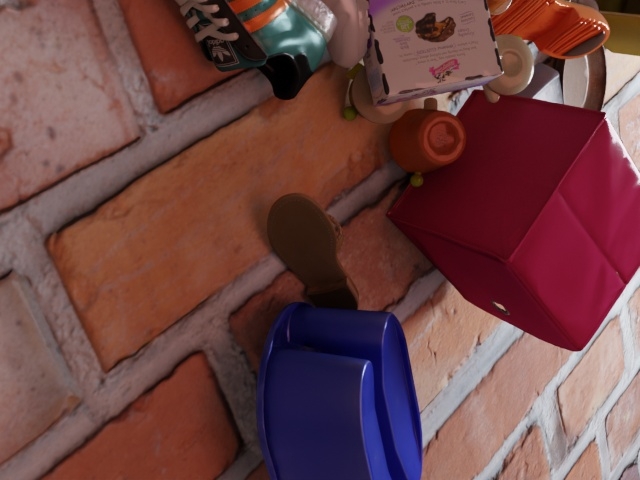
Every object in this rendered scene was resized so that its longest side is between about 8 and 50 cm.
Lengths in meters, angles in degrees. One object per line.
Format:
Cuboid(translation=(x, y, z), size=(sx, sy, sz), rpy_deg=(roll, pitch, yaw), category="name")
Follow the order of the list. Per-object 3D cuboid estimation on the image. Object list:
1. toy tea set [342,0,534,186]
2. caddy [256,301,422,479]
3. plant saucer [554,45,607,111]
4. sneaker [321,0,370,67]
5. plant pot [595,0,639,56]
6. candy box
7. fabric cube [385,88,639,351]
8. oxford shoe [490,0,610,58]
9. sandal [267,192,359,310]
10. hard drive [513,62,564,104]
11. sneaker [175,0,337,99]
Cuboid(translation=(0.179, -0.246, 1.252), size=(0.336, 0.124, 0.200), rpy_deg=(-46, 104, -11), category="toy tea set")
Cuboid(translation=(0.014, 0.244, 1.138), size=(0.241, 0.179, 0.342), rpy_deg=(-54, 136, -57), category="caddy")
Cuboid(translation=(0.484, -0.301, 1.634), size=(0.198, 0.036, 0.199), rpy_deg=(-13, 107, -48), category="plant saucer")
Cuboid(translation=(-0.003, -0.324, 1.076), size=(0.094, 0.090, 0.235), rpy_deg=(-24, 116, -22), category="sneaker")
Cuboid(translation=(0.630, -0.460, 1.655), size=(0.212, 0.212, 0.187), rpy_deg=(-67, 150, -14), category="plant pot")
Cuboid(translation=(0.132, -0.289, 1.134), size=(0.164, 0.070, 0.196), rpy_deg=(-12, 89, -13), category="candy box")
Cuboid(translation=(0.309, -0.033, 1.297), size=(0.259, 0.254, 0.258), rpy_deg=(-54, 130, -8), category="fabric cube")
Cuboid(translation=(0.321, -0.404, 1.404), size=(0.363, 0.130, 0.133), rpy_deg=(12, 56, -42), category="oxford shoe")
Cuboid(translation=(-0.006, 0.001, 1.153), size=(0.079, 0.088, 0.240), rpy_deg=(-85, 158, -43), category="sandal")
Cuboid(translation=(0.353, -0.179, 1.506), size=(0.254, 0.054, 0.172), rpy_deg=(-45, 128, -33), category="hard drive")
Cuboid(translation=(-0.101, -0.255, 0.951), size=(0.302, 0.108, 0.121), rpy_deg=(25, 82, -44), category="sneaker")
